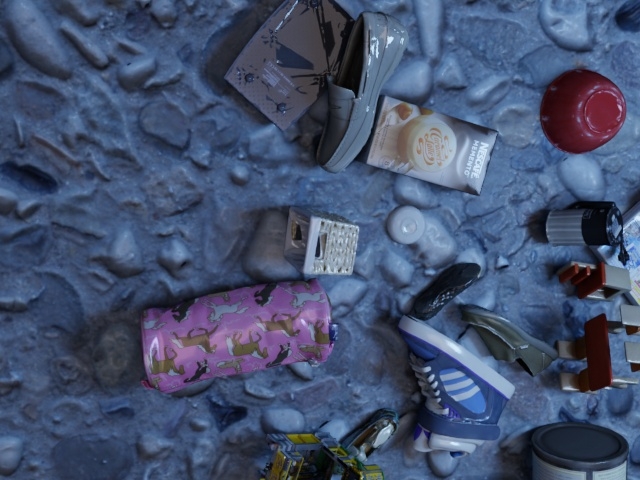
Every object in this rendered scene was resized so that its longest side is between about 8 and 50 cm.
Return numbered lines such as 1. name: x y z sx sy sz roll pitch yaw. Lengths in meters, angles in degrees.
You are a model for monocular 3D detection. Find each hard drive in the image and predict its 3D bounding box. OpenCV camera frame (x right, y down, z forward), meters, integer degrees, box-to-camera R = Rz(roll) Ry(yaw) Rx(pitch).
1. hard drive: -0.049 -0.356 1.454 0.172 0.054 0.255 41 90 -14

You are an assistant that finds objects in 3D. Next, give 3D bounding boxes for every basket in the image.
1. basket: 0.000 0.000 1.469 0.103 0.167 0.113 6 99 -18

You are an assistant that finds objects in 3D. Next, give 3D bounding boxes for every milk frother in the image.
1. milk frother: 0.571 -0.006 1.588 0.129 0.134 0.143 -26 109 -43

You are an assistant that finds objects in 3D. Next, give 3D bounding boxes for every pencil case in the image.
1. pencil case: -0.163 0.186 1.474 0.385 0.167 0.160 -9 133 -9

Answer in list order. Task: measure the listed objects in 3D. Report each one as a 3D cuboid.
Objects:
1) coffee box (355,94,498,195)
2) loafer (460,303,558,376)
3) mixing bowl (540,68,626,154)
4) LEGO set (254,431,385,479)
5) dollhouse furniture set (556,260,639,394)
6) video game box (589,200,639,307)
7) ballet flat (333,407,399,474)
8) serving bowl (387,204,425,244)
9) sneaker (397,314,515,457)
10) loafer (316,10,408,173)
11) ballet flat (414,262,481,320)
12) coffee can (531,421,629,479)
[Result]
1. coffee box: 0.212 -0.191 1.507 0.246 0.098 0.141 14 96 -12
2. loafer: 0.399 0.219 1.613 0.251 0.094 0.087 31 89 -14
3. mixing bowl: 0.563 -0.268 1.561 0.181 0.098 0.182 -2 99 -10
4. LEGO set: -0.039 0.541 1.501 0.192 0.255 0.331 10 111 -39
5. dollhouse furniture set: 0.578 0.183 1.575 0.135 0.262 0.259 8 65 -10
6. video game box: 0.728 0.029 1.668 0.187 0.048 0.205 -42 104 -4
7. ballet flat: 0.096 0.437 1.609 0.070 0.070 0.188 42 90 -14
8. serving bowl: 0.182 -0.031 1.565 0.083 0.027 0.083 -2 101 -11
9. sneaker: 0.241 0.330 1.582 0.322 0.130 0.236 36 88 -20
10. loafer: 0.055 -0.280 1.429 0.111 0.112 0.320 8 113 -34
11. ballet flat: 0.270 0.106 1.602 0.173 0.057 0.049 -36 144 -2
12. coffee can: 0.566 0.567 1.648 0.201 0.201 0.276 -5 101 -10
